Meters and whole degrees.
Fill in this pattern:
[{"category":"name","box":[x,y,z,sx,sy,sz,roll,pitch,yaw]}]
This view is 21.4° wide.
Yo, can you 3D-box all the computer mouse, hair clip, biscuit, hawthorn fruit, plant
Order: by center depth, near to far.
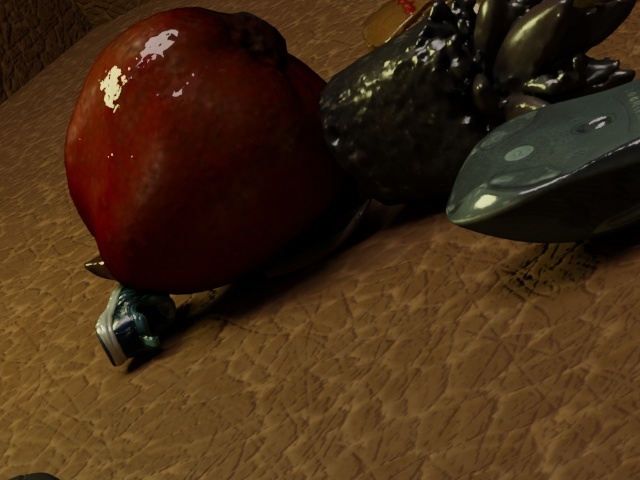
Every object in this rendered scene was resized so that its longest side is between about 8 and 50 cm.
[{"category":"computer mouse","box":[0.283,-0.077,1.373,0.379,0.090,0.167,-21,24,13]},{"category":"plant","box":[0.159,-0.148,1.638,0.320,0.181,0.194,-25,17,34]},{"category":"hair clip","box":[0.001,0.001,1.746,0.137,0.022,0.054,-32,14,20]},{"category":"hawthorn fruit","box":[-0.121,-0.092,1.756,0.295,0.295,0.311,-3,66,58]},{"category":"biscuit","box":[0.177,-0.340,2.372,0.277,0.052,0.262,-28,16,11]}]

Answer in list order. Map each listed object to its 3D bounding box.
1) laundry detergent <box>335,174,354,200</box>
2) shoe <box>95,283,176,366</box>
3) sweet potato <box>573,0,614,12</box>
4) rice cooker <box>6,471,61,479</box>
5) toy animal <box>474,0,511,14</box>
[{"category":"laundry detergent","box":[-0.008,-0.086,1.917,0.144,0.078,0.221,-41,18,-30]},{"category":"shoe","box":[-0.186,0.079,1.789,0.071,0.064,0.143,-16,18,18]},{"category":"sweet potato","box":[0.251,-0.249,1.973,0.233,0.062,0.081,-28,26,-2]},{"category":"rice cooker","box":[-0.218,0.251,1.242,0.142,0.118,0.203,-31,17,3]},{"category":"toy animal","box":[0.227,-0.284,2.044,0.275,0.054,0.149,-34,-11,24]}]
